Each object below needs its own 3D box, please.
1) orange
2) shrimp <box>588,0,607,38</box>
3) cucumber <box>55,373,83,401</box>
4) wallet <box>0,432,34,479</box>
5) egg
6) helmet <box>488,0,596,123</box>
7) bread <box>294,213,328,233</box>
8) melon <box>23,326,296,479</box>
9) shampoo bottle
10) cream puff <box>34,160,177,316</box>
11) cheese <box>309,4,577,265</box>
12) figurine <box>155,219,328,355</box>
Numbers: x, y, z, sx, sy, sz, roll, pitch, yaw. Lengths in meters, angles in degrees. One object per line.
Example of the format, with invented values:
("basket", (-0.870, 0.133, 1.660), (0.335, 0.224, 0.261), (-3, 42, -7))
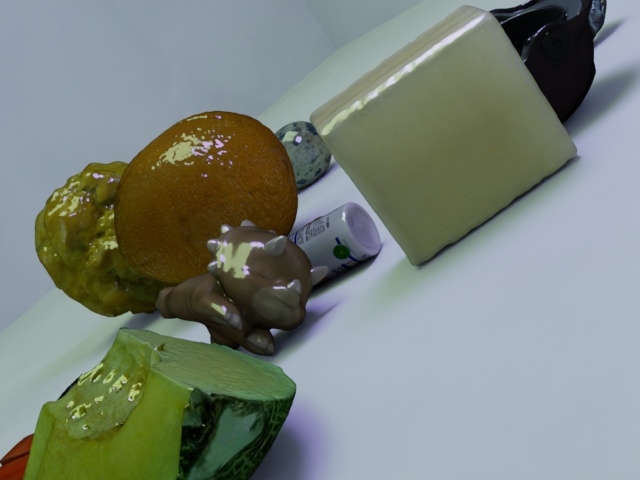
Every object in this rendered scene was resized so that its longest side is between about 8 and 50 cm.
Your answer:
("orange", (-0.218, -0.069, 2.032), (0.357, 0.322, 0.322), (-28, 15, 18))
("shrimp", (0.321, -0.311, 1.879), (0.410, 0.166, 0.221), (-23, -21, -2))
("cucumber", (-0.469, 0.298, 2.007), (0.033, 0.034, 0.135), (-21, 19, 34))
("wallet", (-0.446, 0.340, 1.768), (0.204, 0.045, 0.142), (-27, 16, 34))
("egg", (-0.057, -0.184, 2.425), (0.181, 0.141, 0.141), (-39, 10, 31))
("helmet", (0.296, -0.238, 1.606), (0.305, 0.177, 0.225), (-29, 19, 1))
("bread", (0.000, 0.000, 1.785), (0.113, 0.060, 0.082), (-29, 15, 20))
("melon", (-0.173, 0.211, 1.176), (0.331, 0.226, 0.343), (-29, 23, -23))
("shampoo bottle", (-0.052, 0.046, 1.687), (0.303, 0.092, 0.092), (-30, 14, 28))
("cream puff", (-0.411, 0.011, 2.248), (0.291, 0.324, 0.257), (-11, 26, -35))
("cheese", (0.162, -0.137, 1.441), (0.265, 0.242, 0.124), (-35, 22, 4))
("figurine", (-0.105, 0.062, 1.576), (0.173, 0.177, 0.247), (-61, 13, -18))
